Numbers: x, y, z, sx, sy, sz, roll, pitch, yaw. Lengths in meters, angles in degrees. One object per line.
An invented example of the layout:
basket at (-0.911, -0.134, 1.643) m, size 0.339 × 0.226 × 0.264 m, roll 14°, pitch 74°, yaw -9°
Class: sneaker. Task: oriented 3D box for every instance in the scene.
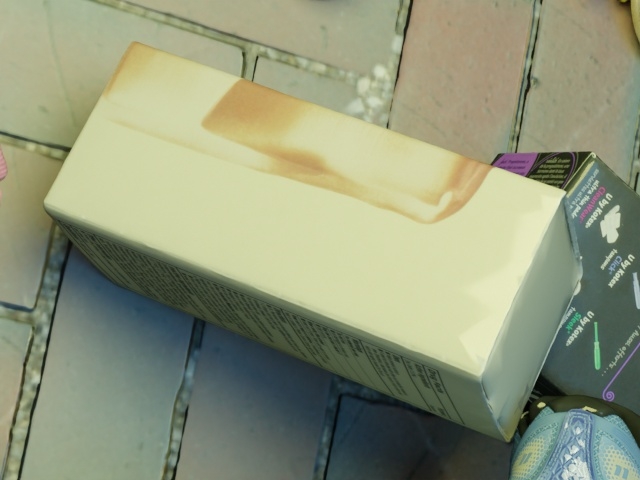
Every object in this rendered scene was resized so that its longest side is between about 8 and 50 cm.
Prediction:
sneaker at (0.185, 0.184, 1.152) m, size 0.129 × 0.330 × 0.147 m, roll 8°, pitch 71°, yaw 13°

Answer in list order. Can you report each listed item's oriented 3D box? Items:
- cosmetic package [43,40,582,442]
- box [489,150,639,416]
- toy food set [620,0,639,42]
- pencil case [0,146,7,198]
cosmetic package at (0.000, 0.000, 1.101) m, size 0.296 × 0.153 × 0.129 m, roll 22°, pitch 74°, yaw 18°
box at (0.211, 0.074, 1.263) m, size 0.270 × 0.165 × 0.143 m, roll 40°, pitch 80°, yaw -16°
toy food set at (0.291, -0.196, 1.411) m, size 0.192 × 0.038 × 0.132 m, roll 38°, pitch 76°, yaw -30°
pencil case at (-0.355, 0.027, 0.956) m, size 0.386 × 0.167 × 0.160 m, roll -40°, pitch 134°, yaw -4°
